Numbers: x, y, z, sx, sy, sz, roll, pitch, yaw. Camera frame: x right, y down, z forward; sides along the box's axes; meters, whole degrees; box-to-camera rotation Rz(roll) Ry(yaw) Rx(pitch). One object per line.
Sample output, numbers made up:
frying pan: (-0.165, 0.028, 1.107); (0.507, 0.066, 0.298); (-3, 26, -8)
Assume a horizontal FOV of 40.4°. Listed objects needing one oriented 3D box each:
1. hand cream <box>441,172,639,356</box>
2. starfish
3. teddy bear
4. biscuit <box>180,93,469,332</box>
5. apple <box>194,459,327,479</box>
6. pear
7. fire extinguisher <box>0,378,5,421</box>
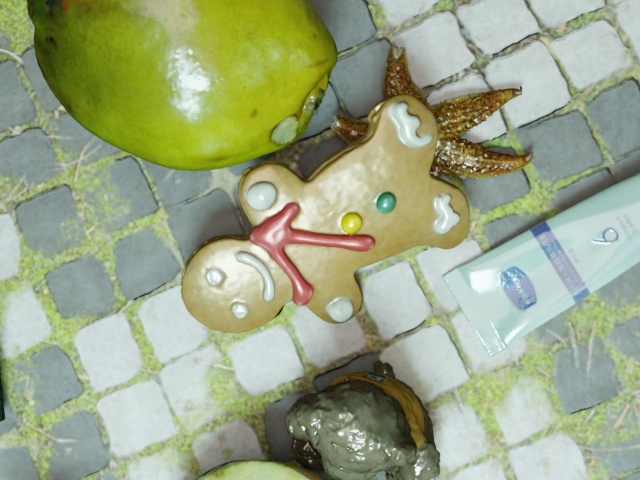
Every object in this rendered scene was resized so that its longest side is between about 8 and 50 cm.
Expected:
hand cream: (0.305, 0.006, 0.994); (0.321, 0.067, 0.109); (-32, 88, 8)
starfish: (0.129, -0.111, 1.004); (0.227, 0.043, 0.240); (-8, 92, 4)
teddy bear: (0.047, 0.198, 0.919); (0.177, 0.190, 0.140); (18, 87, 13)
biscuit: (0.000, 0.000, 0.959); (0.340, 0.047, 0.216); (-27, 110, 2)
apple: (-0.064, 0.328, 0.945); (0.265, 0.120, 0.193); (-46, 78, 20)
pear: (-0.144, -0.207, 0.914); (0.321, 0.269, 0.269); (14, 88, 2)
fire extinguisher: (-0.434, 0.062, 0.995); (0.114, 0.095, 0.311); (-9, 88, 35)
